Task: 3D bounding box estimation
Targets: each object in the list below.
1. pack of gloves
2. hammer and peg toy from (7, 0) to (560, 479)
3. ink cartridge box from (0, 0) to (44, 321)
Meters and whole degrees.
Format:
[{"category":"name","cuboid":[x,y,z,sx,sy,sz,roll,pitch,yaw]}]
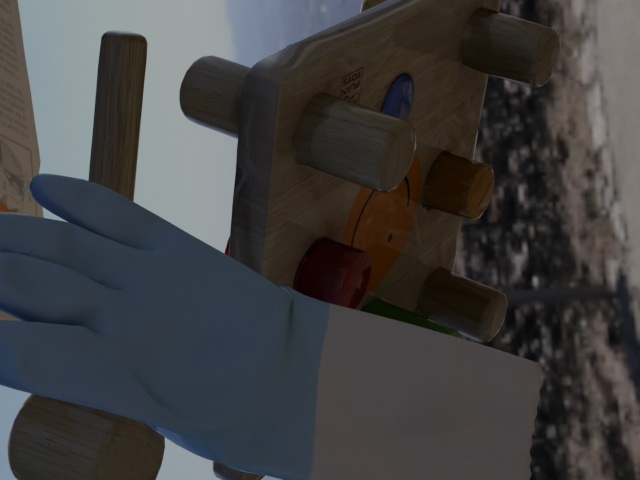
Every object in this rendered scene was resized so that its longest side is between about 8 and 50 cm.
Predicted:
[{"category":"pack of gloves","cuboid":[-0.020,0.086,0.379,0.046,0.232,0.195,-34,40,53]},{"category":"hammer and peg toy","cuboid":[0.000,0.000,0.701,0.361,0.127,0.266,-34,-41,-50]},{"category":"ink cartridge box","cuboid":[-0.273,-0.125,0.701,0.308,0.091,0.385,34,-137,-69]}]
